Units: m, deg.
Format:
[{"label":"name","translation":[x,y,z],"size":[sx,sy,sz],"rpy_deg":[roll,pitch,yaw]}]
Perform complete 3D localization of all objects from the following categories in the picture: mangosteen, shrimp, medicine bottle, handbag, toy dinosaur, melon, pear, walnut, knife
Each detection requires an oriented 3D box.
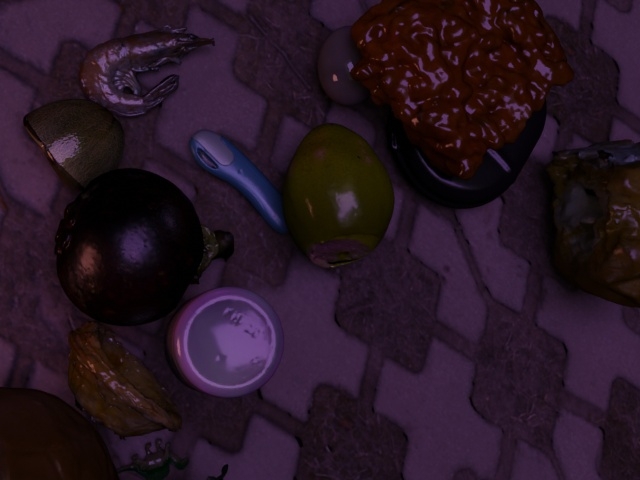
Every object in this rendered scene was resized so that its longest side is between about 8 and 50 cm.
[{"label":"mangosteen","translation":[-0.241,0.012,1.261],"size":[0.289,0.231,0.231],"rpy_deg":[5,81,-36]},{"label":"shrimp","translation":[-0.268,-0.270,1.370],"size":[0.224,0.047,0.126],"rpy_deg":[-18,95,-11]},{"label":"medicine bottle","translation":[-0.148,0.147,1.239],"size":[0.152,0.254,0.151],"rpy_deg":[2,81,-16]},{"label":"handbag","translation":[0.252,-0.204,1.478],"size":[0.254,0.093,0.308],"rpy_deg":[35,76,-9]},{"label":"toy dinosaur","translation":[-0.260,0.342,1.305],"size":[0.120,0.029,0.060],"rpy_deg":[-21,105,-14]},{"label":"melon","translation":[-0.367,-0.159,1.310],"size":[0.128,0.079,0.160],"rpy_deg":[-40,93,-10]},{"label":"pear","translation":[0.026,-0.077,1.356],"size":[0.188,0.187,0.219],"rpy_deg":[2,60,-15]},{"label":"walnut","translation":[-0.426,0.385,1.103],"size":[0.354,0.308,0.397],"rpy_deg":[-9,88,-17]},{"label":"knife","translation":[-0.123,-0.094,1.395],"size":[0.222,0.031,0.064],"rpy_deg":[44,70,-9]}]

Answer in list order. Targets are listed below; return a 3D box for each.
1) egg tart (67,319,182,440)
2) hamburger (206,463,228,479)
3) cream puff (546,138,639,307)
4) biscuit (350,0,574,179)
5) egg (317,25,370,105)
[{"label":"egg tart","translation":[-0.288,0.208,1.228],"size":[0.212,0.212,0.090],"rpy_deg":[45,89,-6]},{"label":"hamburger","translation":[-0.179,0.432,1.222],"size":[0.125,0.214,0.235],"rpy_deg":[38,69,-19]},{"label":"cream puff","translation":[0.538,-0.031,1.446],"size":[0.275,0.323,0.269],"rpy_deg":[-10,108,-6]},{"label":"biscuit","translation":[0.219,-0.294,1.375],"size":[0.318,0.110,0.312],"rpy_deg":[45,73,-7]},{"label":"egg","translation":[0.046,-0.289,1.427],"size":[0.103,0.103,0.134],"rpy_deg":[1,77,-15]}]
